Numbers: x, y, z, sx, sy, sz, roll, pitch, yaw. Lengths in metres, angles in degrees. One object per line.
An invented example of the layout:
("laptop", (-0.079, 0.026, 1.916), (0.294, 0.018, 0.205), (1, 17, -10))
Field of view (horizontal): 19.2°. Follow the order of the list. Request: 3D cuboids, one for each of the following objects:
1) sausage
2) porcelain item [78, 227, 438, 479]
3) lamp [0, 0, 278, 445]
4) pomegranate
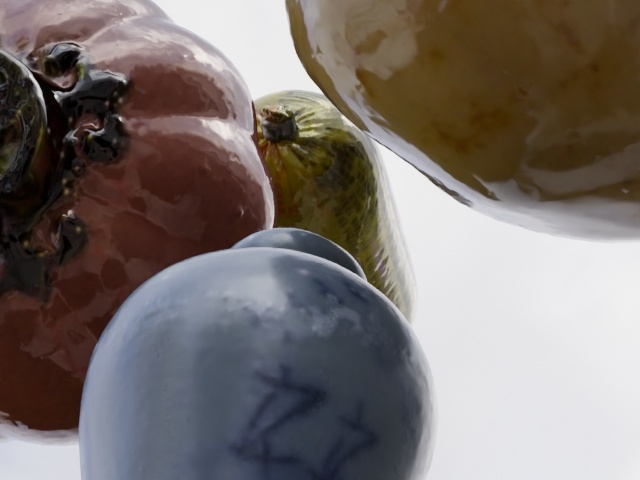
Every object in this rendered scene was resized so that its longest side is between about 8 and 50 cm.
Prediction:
("sausage", (0.000, 0.000, 1.381), (0.123, 0.123, 0.347), (-44, -28, -13))
("porcelain item", (-0.031, 0.100, 0.692), (0.259, 0.141, 0.141), (-76, -18, -49))
("lamp", (-0.182, -0.026, 1.152), (0.305, 0.305, 0.239), (-50, -22, -5))
("pomegranate", (0.123, -0.146, 0.798), (0.342, 0.342, 0.342), (-23, -50, -31))
